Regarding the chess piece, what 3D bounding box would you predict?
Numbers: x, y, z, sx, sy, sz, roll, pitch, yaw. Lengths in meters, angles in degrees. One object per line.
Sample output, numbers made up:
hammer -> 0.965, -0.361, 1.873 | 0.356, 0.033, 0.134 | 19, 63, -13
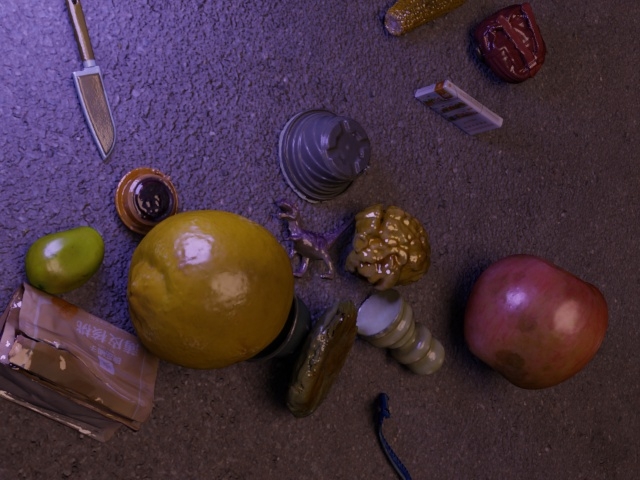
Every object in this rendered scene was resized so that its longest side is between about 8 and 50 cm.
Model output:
chess piece -> 0.214, 0.249, 2.016 | 0.251, 0.144, 0.144 | 44, 64, -31

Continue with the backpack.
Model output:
backpack -> 0.550, -0.553, 2.288 | 0.229, 0.139, 0.229 | 6, 79, -32

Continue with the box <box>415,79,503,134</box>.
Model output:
box -> 0.374, -0.356, 2.164 | 0.220, 0.122, 0.032 | 28, 71, -30

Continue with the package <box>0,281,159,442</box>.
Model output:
package -> -0.461, 0.239, 1.525 | 0.311, 0.165, 0.221 | 35, 68, -28

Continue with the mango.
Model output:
mango -> -0.491, 0.039, 1.560 | 0.163, 0.089, 0.117 | -20, 84, -36

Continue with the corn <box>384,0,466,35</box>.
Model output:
corn -> 0.290, -0.638, 2.145 | 0.310, 0.101, 0.102 | -31, 104, -29

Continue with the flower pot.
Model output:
flower pot -> 0.028, -0.209, 1.908 | 0.235, 0.140, 0.236 | 1, 88, -35

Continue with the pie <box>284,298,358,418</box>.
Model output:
pie -> 0.004, 0.262, 1.818 | 0.306, 0.071, 0.306 | 20, 90, -75

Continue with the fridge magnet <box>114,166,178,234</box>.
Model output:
fridge magnet -> -0.360, -0.083, 1.677 | 0.143, 0.063, 0.143 | 4, 83, -37

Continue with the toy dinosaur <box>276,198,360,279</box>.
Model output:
toy dinosaur -> 0.002, -0.001, 1.919 | 0.251, 0.072, 0.200 | 9, 73, -25

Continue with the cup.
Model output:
cup -> -0.093, 0.187, 1.791 | 0.150, 0.199, 0.199 | 31, 69, -52

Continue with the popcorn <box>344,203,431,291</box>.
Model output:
popcorn -> 0.164, 0.028, 1.943 | 0.226, 0.200, 0.203 | 83, 21, -46

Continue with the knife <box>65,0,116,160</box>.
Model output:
knife -> -0.476, -0.333, 1.637 | 0.061, 0.027, 0.343 | -21, 101, -37

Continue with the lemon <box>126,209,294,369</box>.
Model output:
lemon -> -0.217, 0.096, 1.608 | 0.347, 0.348, 0.348 | 3, 85, -34

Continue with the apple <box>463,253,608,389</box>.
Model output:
apple -> 0.559, 0.219, 2.120 | 0.363, 0.364, 0.364 | 3, 85, -34

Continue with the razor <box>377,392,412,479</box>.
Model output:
razor -> 0.194, 0.546, 2.025 | 0.056, 0.093, 0.324 | -19, 104, 6
